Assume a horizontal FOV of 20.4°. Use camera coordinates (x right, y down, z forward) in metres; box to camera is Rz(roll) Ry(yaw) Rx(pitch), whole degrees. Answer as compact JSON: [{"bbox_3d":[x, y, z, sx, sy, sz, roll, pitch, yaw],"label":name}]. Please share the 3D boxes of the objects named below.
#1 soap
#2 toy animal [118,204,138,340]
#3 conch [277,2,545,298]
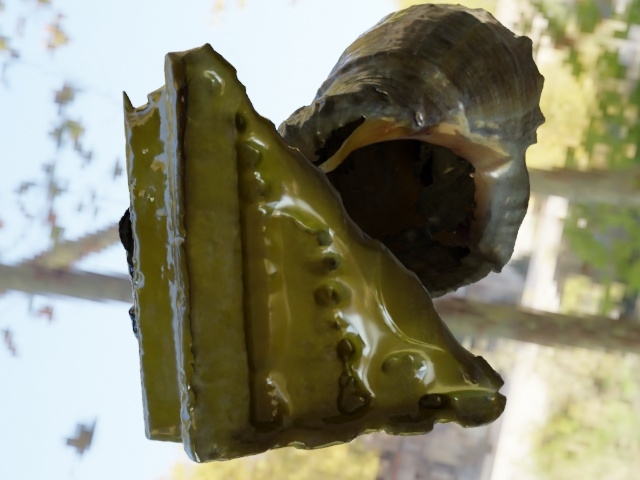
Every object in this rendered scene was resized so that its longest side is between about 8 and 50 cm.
[{"bbox_3d":[0.000,0.000,1.508,0.169,0.304,0.339,7,102,61],"label":"soap"},{"bbox_3d":[-0.157,0.057,1.792,0.148,0.084,0.233,36,-136,-46],"label":"toy animal"},{"bbox_3d":[0.079,-0.087,1.865,0.210,0.352,0.297,178,76,-70],"label":"conch"}]
